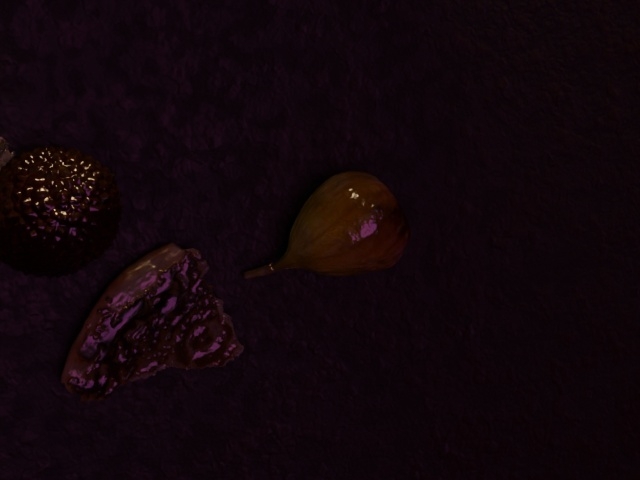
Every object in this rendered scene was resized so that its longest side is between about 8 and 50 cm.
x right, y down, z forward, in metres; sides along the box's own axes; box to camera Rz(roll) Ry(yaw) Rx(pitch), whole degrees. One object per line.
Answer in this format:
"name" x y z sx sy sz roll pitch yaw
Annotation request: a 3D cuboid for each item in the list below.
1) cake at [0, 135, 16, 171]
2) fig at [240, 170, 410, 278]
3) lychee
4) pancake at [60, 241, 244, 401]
"cake" -0.472 -0.086 1.778 0.140 0.055 0.051 -47 115 -28
"fig" 0.000 0.000 1.958 0.257 0.159 0.159 -25 111 5
"lychee" -0.349 -0.034 1.759 0.188 0.188 0.188 -5 103 -23
"pancake" -0.227 0.137 1.930 0.244 0.057 0.266 30 92 -35
